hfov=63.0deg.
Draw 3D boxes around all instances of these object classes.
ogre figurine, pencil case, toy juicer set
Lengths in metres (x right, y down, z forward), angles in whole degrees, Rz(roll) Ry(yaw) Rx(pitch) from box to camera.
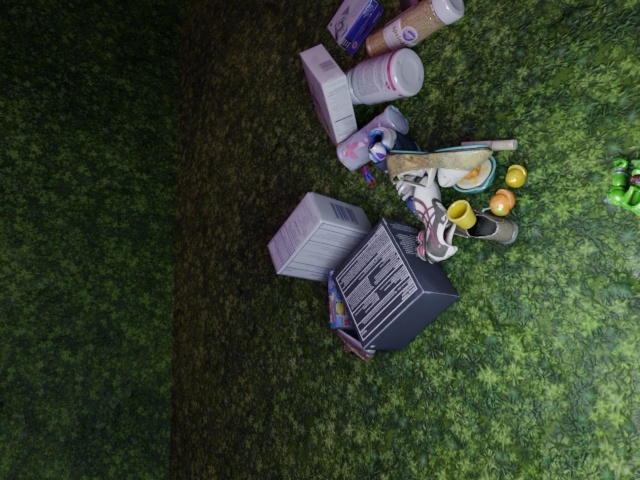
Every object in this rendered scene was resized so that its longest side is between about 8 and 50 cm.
[{"bbox_3d":[0.726,-0.115,1.172,0.197,0.097,0.118,37,98,37],"label":"ogre figurine"},{"bbox_3d":[0.182,-0.364,1.868,0.273,0.113,0.124,-34,71,36],"label":"pencil case"},{"bbox_3d":[0.465,-0.198,1.460,0.209,0.089,0.329,-15,49,40],"label":"toy juicer set"}]

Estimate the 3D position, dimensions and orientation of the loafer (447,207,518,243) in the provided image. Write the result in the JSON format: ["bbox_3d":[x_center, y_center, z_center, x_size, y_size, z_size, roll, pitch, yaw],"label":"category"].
[{"bbox_3d":[0.441,-0.052,1.504,0.251,0.087,0.094,14,91,52],"label":"loafer"}]

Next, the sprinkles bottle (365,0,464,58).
[{"bbox_3d":[0.321,-0.743,1.815,0.355,0.121,0.121,-17,67,48],"label":"sprinkles bottle"}]

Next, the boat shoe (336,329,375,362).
[{"bbox_3d":[0.112,0.361,1.810,0.183,0.066,0.066,28,103,50],"label":"boat shoe"}]

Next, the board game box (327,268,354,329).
[{"bbox_3d":[0.090,0.210,1.823,0.035,0.136,0.201,-23,62,45],"label":"board game box"}]

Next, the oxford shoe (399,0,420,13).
[{"bbox_3d":[0.326,-0.877,1.893,0.076,0.076,0.212,-30,74,40],"label":"oxford shoe"}]

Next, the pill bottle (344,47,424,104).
[{"bbox_3d":[0.214,-0.575,1.867,0.283,0.160,0.160,4,83,51],"label":"pill bottle"}]

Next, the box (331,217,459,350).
[{"bbox_3d":[0.224,0.145,1.639,0.296,0.182,0.294,-50,45,32],"label":"box"}]

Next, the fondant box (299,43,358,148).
[{"bbox_3d":[0.040,-0.524,1.950,0.096,0.330,0.238,-24,52,-4],"label":"fondant box"}]

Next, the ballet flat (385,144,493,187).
[{"bbox_3d":[0.325,-0.204,1.468,0.348,0.123,0.123,7,86,48],"label":"ballet flat"}]

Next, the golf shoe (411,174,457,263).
[{"bbox_3d":[0.344,-0.071,1.541,0.120,0.105,0.273,-19,70,48],"label":"golf shoe"}]

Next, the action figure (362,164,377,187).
[{"bbox_3d":[0.174,-0.246,1.933,0.038,0.030,0.115,-51,43,34],"label":"action figure"}]

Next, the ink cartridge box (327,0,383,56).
[{"bbox_3d":[0.137,-0.909,2.143,0.223,0.045,0.224,-51,46,29],"label":"ink cartridge box"}]

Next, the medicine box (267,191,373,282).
[{"bbox_3d":[0.000,0.000,1.887,0.289,0.263,0.149,-49,46,30],"label":"medicine box"}]

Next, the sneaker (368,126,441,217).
[{"bbox_3d":[0.244,-0.220,1.671,0.130,0.236,0.323,-37,53,39],"label":"sneaker"}]
